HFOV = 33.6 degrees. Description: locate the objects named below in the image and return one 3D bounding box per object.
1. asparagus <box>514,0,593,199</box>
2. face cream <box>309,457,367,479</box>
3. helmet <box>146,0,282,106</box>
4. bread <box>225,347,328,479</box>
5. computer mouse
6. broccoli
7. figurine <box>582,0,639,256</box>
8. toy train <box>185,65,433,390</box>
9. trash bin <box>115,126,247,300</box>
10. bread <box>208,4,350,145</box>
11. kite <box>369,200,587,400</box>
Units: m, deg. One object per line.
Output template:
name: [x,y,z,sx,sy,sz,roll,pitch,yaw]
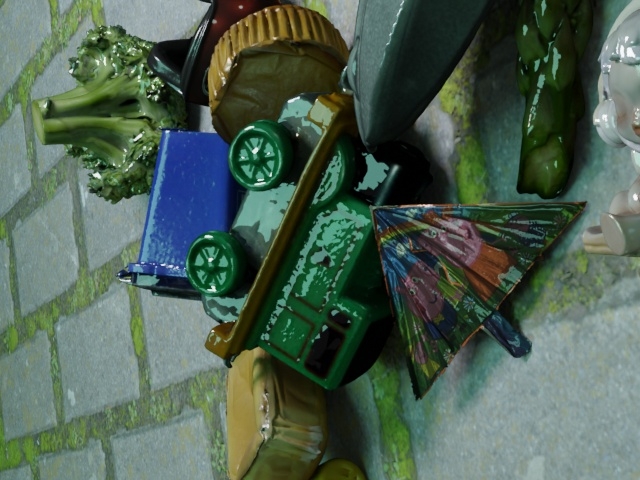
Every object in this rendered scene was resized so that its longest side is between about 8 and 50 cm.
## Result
asparagus: [0.226,-0.183,1.035,0.080,0.080,0.287,4,95,57]
face cream: [-0.034,0.373,1.462,0.273,0.078,0.078,-42,57,50]
helmet: [-0.141,-0.287,1.488,0.216,0.193,0.189,-84,14,-48]
bread: [-0.060,0.221,1.418,0.136,0.107,0.241,-57,24,32]
computer mouse: [0.107,-0.270,1.071,0.374,0.114,0.203,-61,17,9]
broccoli: [-0.342,-0.206,1.783,0.288,0.260,0.235,52,167,37]
figurine: [0.286,-0.103,0.881,0.162,0.141,0.236,13,102,62]
toy train: [0.000,0.000,1.278,0.249,0.178,0.429,33,111,19]
trash bin: [-0.173,-0.036,1.483,0.184,0.162,0.234,5,90,16]
bread: [-0.053,-0.208,1.371,0.104,0.199,0.199,-102,32,-40]
kite: [0.143,0.033,1.146,0.234,0.016,0.321,44,124,15]
